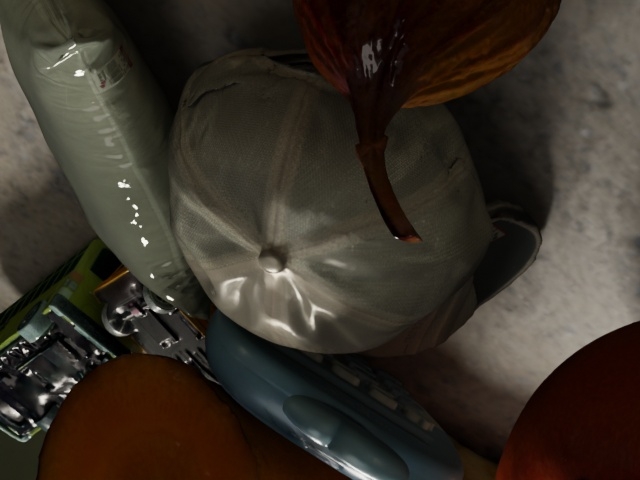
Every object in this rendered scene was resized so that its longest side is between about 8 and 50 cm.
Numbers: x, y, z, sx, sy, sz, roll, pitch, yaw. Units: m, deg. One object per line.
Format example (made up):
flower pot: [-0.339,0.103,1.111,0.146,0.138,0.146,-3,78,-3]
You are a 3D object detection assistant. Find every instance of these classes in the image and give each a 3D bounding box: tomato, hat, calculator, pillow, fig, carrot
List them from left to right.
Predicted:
pillow: [-0.140,-0.072,1.208,0.144,0.078,0.254,40,159,45]
carrot: [-0.048,0.223,1.262,0.193,0.214,0.331,-3,160,28]
hat: [0.002,0.001,1.133,0.232,0.161,0.275,23,158,16]
calculator: [0.008,0.103,1.200,0.188,0.042,0.302,34,-173,-5]
fig: [0.036,-0.101,0.965,0.146,0.201,0.134,-6,142,48]
tomato: [0.235,0.165,1.109,0.256,0.224,0.256,20,139,19]

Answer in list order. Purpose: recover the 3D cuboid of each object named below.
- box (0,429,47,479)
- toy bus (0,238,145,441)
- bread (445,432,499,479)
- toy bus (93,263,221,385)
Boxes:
box: [-0.359,0.152,1.593,0.225,0.117,0.225,-5,131,38]
toy bus: [-0.201,0.079,1.412,0.088,0.101,0.175,40,138,-16]
bread: [0.073,0.187,1.368,0.232,0.088,0.128,30,136,15]
toy bus: [-0.084,0.073,1.340,0.162,0.074,0.069,48,137,-12]
